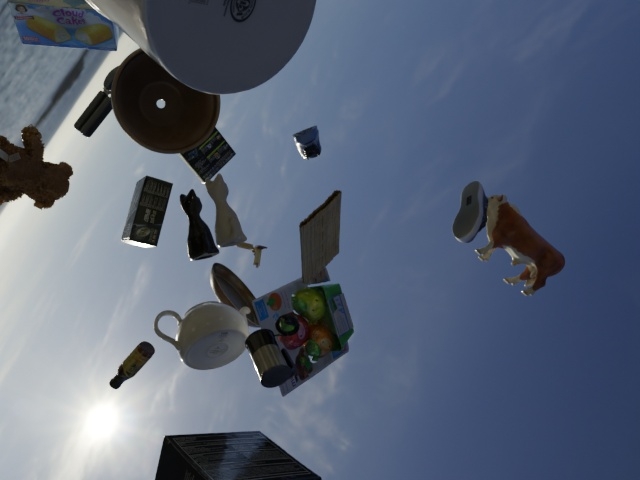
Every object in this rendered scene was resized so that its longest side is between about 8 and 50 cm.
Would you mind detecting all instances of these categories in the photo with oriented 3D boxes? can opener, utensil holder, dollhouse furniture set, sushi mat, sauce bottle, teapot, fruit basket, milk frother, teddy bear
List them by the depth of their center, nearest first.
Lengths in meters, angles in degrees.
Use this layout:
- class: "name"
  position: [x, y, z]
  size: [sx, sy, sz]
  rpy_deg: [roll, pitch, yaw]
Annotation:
- class: "utensil holder"
  position: [-0.231, -0.471, 0.967]
  size: [0.328, 0.327, 0.385]
  rpy_deg: [-51, -126, 9]
- class: "sauce bottle"
  position: [-0.411, 0.274, 1.216]
  size: [0.128, 0.042, 0.042]
  rpy_deg: [-47, -152, 17]
- class: "milk frother"
  position: [-0.108, 0.283, 1.457]
  size: [0.135, 0.129, 0.143]
  rpy_deg: [55, -50, 44]
- class: "sushi mat"
  position: [0.000, 0.000, 1.532]
  size: [0.151, 0.019, 0.317]
  rpy_deg: [-43, 157, -23]
- class: "teddy bear"
  position: [-0.874, -0.209, 1.570]
  size: [0.113, 0.338, 0.245]
  rpy_deg: [6, -84, 31]
- class: "teapot"
  position: [-0.366, 0.285, 1.820]
  size: [0.252, 0.256, 0.187]
  rpy_deg: [-31, -127, 1]
- class: "fruit basket"
  position: [-0.044, 0.288, 1.851]
  size: [0.165, 0.327, 0.353]
  rpy_deg: [-12, -173, 39]
- class: "can opener"
  position: [-0.749, -0.485, 1.917]
  size: [0.074, 0.093, 0.280]
  rpy_deg: [38, -86, 20]
- class: "dollhouse furniture set"
  position: [-0.272, 0.055, 2.077]
  size: [0.091, 0.114, 0.081]
  rpy_deg: [-8, -109, 57]

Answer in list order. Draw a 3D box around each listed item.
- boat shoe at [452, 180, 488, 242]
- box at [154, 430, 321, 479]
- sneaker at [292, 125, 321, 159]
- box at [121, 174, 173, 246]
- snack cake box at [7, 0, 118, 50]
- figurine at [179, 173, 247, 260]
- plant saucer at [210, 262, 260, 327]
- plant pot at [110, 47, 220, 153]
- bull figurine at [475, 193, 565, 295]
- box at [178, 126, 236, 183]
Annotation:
- class: "boat shoe"
  position: [0.400, -0.062, 1.459]
  size: [0.080, 0.076, 0.229]
  rpy_deg: [-28, -154, 34]
- class: "box"
  position: [-0.209, 0.609, 1.366]
  size: [0.294, 0.296, 0.183]
  rpy_deg: [13, -89, 53]
- class: "sneaker"
  position: [-0.032, -0.287, 1.667]
  size: [0.081, 0.091, 0.232]
  rpy_deg: [-21, -169, 5]
- class: "box"
  position: [-0.481, -0.076, 1.545]
  size: [0.147, 0.077, 0.180]
  rpy_deg: [-2, -106, 62]
- class: "snack cake box"
  position: [-0.721, -0.634, 1.590]
  size: [0.152, 0.264, 0.089]
  rpy_deg: [114, -26, -62]
- class: "figurine"
  position: [-0.323, -0.070, 1.631]
  size: [0.214, 0.092, 0.210]
  rpy_deg: [-22, -98, 38]
- class: "plant saucer"
  position: [-0.323, 0.218, 2.137]
  size: [0.050, 0.311, 0.311]
  rpy_deg: [-38, -151, 7]
- class: "plant pot"
  position: [-0.356, -0.315, 1.274]
  size: [0.238, 0.237, 0.109]
  rpy_deg: [-60, -155, -8]
- class: "bull figurine"
  position: [0.562, 0.010, 1.631]
  size: [0.188, 0.310, 0.101]
  rpy_deg: [-48, 174, 0]
- class: "box"
  position: [-0.469, -0.362, 2.294]
  size: [0.191, 0.184, 0.045]
  rpy_deg: [-49, -148, -17]
